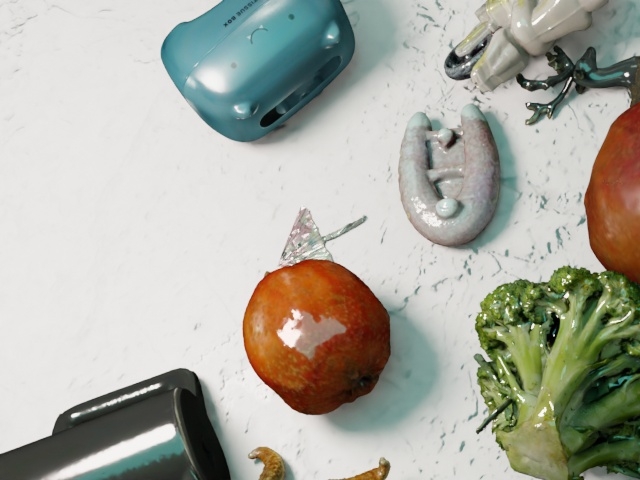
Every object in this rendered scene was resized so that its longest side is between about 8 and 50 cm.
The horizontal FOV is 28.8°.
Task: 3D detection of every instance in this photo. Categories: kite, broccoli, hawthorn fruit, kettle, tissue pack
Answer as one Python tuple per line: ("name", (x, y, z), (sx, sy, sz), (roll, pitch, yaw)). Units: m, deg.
("kite", (0.000, 0.000, 1.911), (0.156, 0.011, 0.139), (-28, 65, 5))
("broccoli", (0.311, 0.183, 1.580), (0.304, 0.321, 0.283), (-12, 21, 37))
("hawthorn fruit", (-0.018, 0.119, 1.768), (0.205, 0.205, 0.253), (-42, 58, -3))
("kettle", (-0.295, 0.338, 1.784), (0.308, 0.262, 0.203), (-24, 96, 5))
("hawthorn fruit", (0.503, -0.040, 1.609), (0.308, 0.308, 0.325), (-50, 48, -7))
("tissue pack", (-0.085, -0.291, 1.949), (0.287, 0.198, 0.206), (-38, 62, -3))

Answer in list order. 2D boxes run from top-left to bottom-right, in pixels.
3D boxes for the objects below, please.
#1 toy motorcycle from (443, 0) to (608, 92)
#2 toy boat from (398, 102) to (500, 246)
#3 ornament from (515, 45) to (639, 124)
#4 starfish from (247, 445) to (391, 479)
("toy motorcycle", (0.336, -0.350, 1.862), (0.340, 0.108, 0.223), (-44, 26, -5))
("toy boat", (0.188, -0.102, 1.853), (0.155, 0.085, 0.227), (-6, 67, 14))
("ornament", (0.404, -0.200, 1.833), (0.236, 0.080, 0.202), (-1, 63, 15))
("starfish", (-0.050, 0.409, 1.659), (0.327, 0.094, 0.375), (-29, 37, 14))
